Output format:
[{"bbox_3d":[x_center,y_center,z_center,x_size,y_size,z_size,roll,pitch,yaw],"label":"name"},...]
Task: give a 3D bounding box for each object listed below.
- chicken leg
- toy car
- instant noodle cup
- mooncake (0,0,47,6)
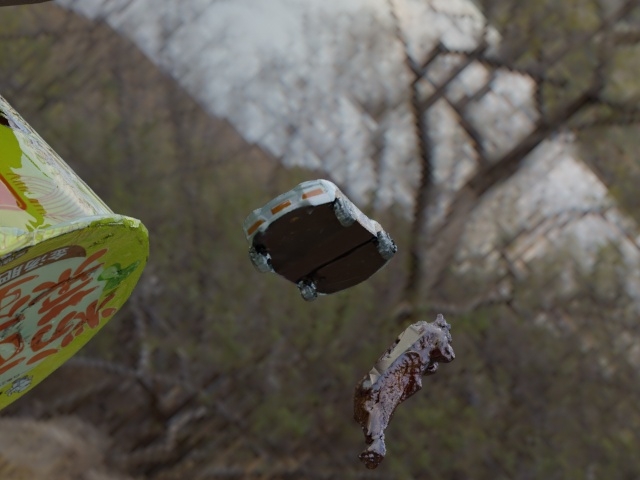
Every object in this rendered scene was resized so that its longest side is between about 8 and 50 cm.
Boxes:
[{"bbox_3d":[0.079,0.154,1.916,0.089,0.219,0.048,-4,-54,45],"label":"chicken leg"},{"bbox_3d":[0.000,0.000,1.574,0.056,0.095,0.205,64,11,21],"label":"toy car"},{"bbox_3d":[-0.309,-0.002,1.342,0.221,0.311,0.311,52,9,14],"label":"instant noodle cup"},{"bbox_3d":[-0.320,-0.285,1.405,0.350,0.381,0.212,49,38,-83],"label":"mooncake"}]
